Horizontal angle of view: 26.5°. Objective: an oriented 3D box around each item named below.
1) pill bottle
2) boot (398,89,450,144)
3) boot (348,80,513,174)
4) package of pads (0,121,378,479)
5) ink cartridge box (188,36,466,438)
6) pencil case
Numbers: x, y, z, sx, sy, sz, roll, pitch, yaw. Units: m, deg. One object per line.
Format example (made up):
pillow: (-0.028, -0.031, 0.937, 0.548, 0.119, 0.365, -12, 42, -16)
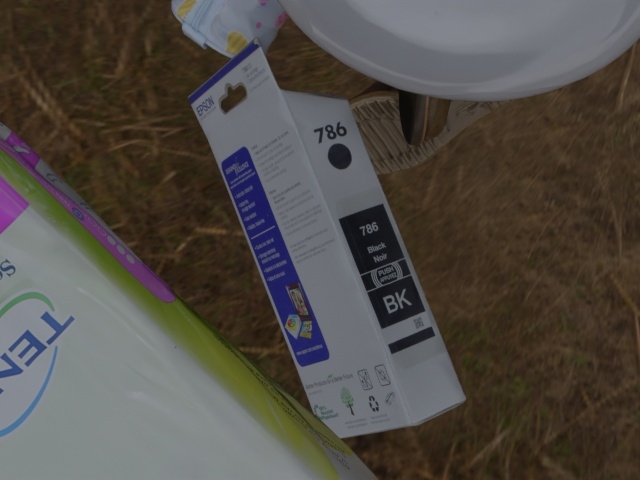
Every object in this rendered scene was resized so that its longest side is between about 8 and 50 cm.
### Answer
pill bottle: (0.092, -0.232, 0.651, 0.188, 0.334, 0.188, 9, 134, 10)
boot: (0.140, -0.227, 1.229, 0.115, 0.112, 0.305, 7, 110, -14)
boot: (0.111, -0.165, 1.421, 0.248, 0.207, 0.090, -20, 115, 15)
package of pads: (-0.131, 0.101, 0.524, 0.229, 0.101, 0.296, -44, 106, -2)
ink cartridge box: (0.000, 0.000, 1.144, 0.065, 0.165, 0.332, -22, 89, -28)
pencil case: (-0.037, -0.306, 1.338, 0.113, 0.124, 0.273, 34, 116, -5)
